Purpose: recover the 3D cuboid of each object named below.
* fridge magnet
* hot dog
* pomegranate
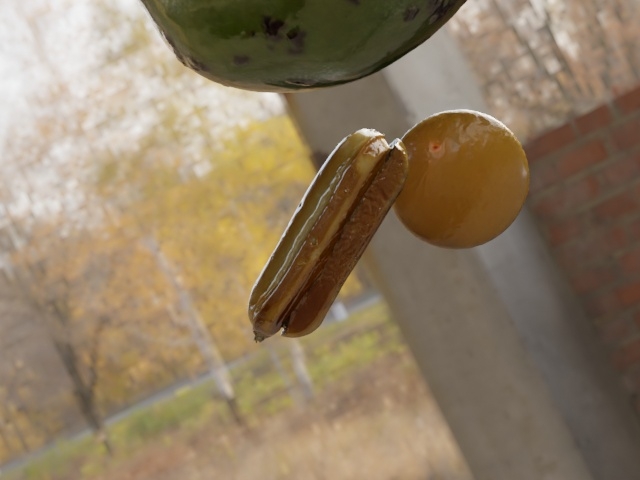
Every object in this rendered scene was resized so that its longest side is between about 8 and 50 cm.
[{"bbox_3d":[0.136,-0.061,1.637,0.143,0.143,0.063,-27,16,4],"label":"fridge magnet"},{"bbox_3d":[0.000,0.000,1.519,0.092,0.062,0.236,18,-71,-50],"label":"hot dog"},{"bbox_3d":[-0.017,-0.234,1.151,0.291,0.291,0.323,-27,4,12],"label":"pomegranate"}]
